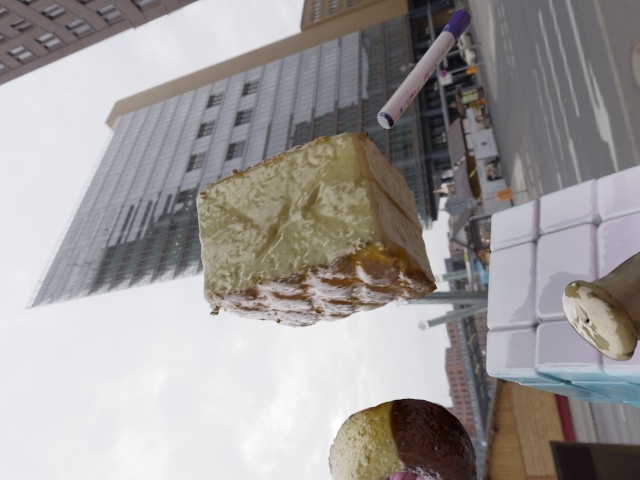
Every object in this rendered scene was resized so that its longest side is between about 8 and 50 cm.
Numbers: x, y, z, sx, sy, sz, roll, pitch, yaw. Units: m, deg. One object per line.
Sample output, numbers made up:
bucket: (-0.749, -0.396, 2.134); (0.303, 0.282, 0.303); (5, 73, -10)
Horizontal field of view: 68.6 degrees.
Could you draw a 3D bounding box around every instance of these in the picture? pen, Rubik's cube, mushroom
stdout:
pen: (0.170, -0.280, 0.755); (0.269, 0.033, 0.033); (-53, -42, -20)
Rubik's cube: (0.511, 0.101, 0.798); (0.321, 0.316, 0.319); (21, -114, -27)
mushroom: (0.359, 0.038, 0.442); (0.108, 0.246, 0.096); (-99, -11, -55)

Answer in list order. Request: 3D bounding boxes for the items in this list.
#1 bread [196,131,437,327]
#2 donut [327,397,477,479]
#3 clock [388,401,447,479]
bread: (0.000, 0.000, 0.722); (0.279, 0.279, 0.207); (29, -133, -55)
donut: (0.110, 0.309, 0.659); (0.085, 0.217, 0.141); (-87, -21, -73)
clock: (0.181, 0.426, 0.874); (0.100, 0.193, 0.196); (-153, 45, -74)
